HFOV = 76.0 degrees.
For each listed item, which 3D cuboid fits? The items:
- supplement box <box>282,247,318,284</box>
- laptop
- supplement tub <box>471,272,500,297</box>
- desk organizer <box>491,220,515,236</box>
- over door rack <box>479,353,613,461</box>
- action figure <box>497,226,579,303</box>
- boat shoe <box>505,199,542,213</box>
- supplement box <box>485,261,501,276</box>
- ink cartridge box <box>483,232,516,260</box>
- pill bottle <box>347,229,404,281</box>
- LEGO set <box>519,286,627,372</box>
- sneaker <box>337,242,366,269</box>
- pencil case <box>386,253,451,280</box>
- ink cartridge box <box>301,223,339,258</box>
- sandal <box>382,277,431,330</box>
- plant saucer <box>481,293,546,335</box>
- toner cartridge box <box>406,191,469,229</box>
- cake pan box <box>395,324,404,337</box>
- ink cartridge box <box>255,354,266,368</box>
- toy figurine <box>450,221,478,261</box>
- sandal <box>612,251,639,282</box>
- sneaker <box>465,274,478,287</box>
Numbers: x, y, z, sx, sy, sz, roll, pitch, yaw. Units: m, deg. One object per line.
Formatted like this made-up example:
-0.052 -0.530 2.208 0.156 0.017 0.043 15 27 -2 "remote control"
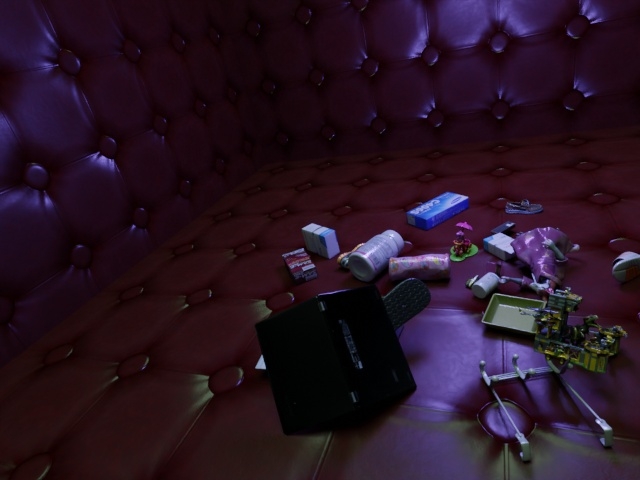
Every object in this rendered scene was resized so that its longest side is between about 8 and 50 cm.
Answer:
-0.112 0.136 2.190 0.130 0.073 0.239 -19 28 -11 "supplement box"
0.046 0.393 1.408 0.408 0.381 0.236 -6 -24 -33 "laptop"
0.693 0.187 1.714 0.107 0.070 0.071 -29 31 -27 "supplement tub"
0.928 -0.046 2.076 0.130 0.050 0.047 -25 29 -22 "desk organizer"
0.639 0.448 1.196 0.240 0.108 0.324 -12 27 5 "over door rack"
0.914 0.120 1.689 0.248 0.276 0.370 -41 23 43 "action figure"
1.113 -0.185 2.240 0.183 0.066 0.066 -2 29 22 "boat shoe"
0.752 0.125 1.781 0.043 0.054 0.083 9 -3 38 "supplement box"
0.873 0.035 1.934 0.104 0.060 0.180 -19 27 -12 "ink cartridge box"
0.282 0.069 2.036 0.160 0.160 0.283 15 38 43 "pill bottle"
0.809 0.256 1.284 0.332 0.191 0.255 -3 10 -39 "LEGO set"
0.194 0.089 2.145 0.215 0.084 0.083 -29 44 -21 "sneaker"
0.455 0.125 1.896 0.284 0.124 0.124 -5 28 19 "pencil case"
0.000 0.000 2.316 0.086 0.148 0.203 -31 32 -29 "ink cartridge box"
0.210 0.301 1.516 0.446 0.107 0.167 -27 74 -12 "sandal"
0.727 0.284 1.538 0.188 0.045 0.188 7 34 35 "plant saucer"
0.692 -0.178 2.417 0.348 0.075 0.165 -26 30 -24 "toner cartridge box"
0.170 0.377 1.601 0.246 0.070 0.267 1 31 31 "cake pan box"
-0.096 0.432 1.626 0.239 0.060 0.275 -5 29 20 "ink cartridge box"
0.685 -0.006 1.994 0.130 0.159 0.173 14 38 43 "toy figurine"
1.235 0.091 1.628 0.266 0.101 0.076 -13 24 -19 "sandal"
0.664 0.175 1.794 0.083 0.031 0.035 -33 32 -34 "sneaker"
